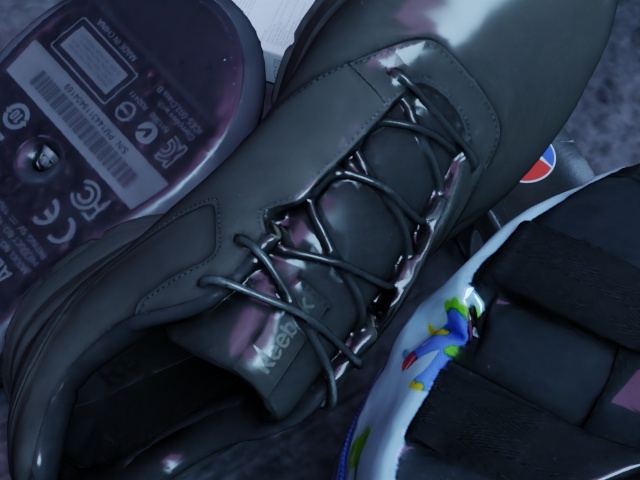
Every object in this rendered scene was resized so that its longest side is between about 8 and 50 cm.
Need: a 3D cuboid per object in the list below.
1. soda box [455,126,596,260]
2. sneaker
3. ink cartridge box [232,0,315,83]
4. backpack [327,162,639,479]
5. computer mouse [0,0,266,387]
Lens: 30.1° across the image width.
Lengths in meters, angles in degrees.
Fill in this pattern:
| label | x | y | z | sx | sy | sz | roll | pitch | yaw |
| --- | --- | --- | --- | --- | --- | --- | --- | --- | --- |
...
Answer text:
| label | x | y | z | sx | sy | sz | roll | pitch | yaw |
| --- | --- | --- | --- | --- | --- | --- | --- | --- | --- |
| soda box | 0.075 | -0.047 | 0.559 | 0.053 | 0.060 | 0.169 | -20 | 64 | -12 |
| sneaker | 0.000 | 0.000 | 0.420 | 0.109 | 0.130 | 0.286 | 42 | 99 | -17 |
| ink cartridge box | -0.054 | -0.125 | 0.615 | 0.115 | 0.029 | 0.063 | 18 | 64 | 10 |
| backpack | 0.164 | 0.139 | 0.377 | 0.355 | 0.273 | 0.290 | 37 | 70 | -4 |
| computer mouse | -0.140 | -0.013 | 0.538 | 0.272 | 0.072 | 0.188 | -37 | 70 | -5 |
